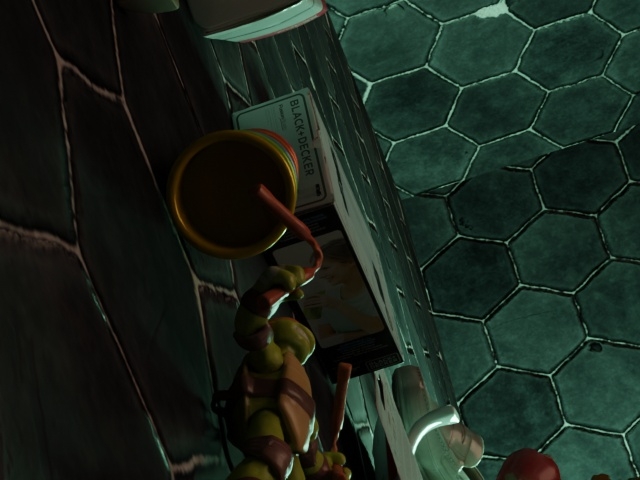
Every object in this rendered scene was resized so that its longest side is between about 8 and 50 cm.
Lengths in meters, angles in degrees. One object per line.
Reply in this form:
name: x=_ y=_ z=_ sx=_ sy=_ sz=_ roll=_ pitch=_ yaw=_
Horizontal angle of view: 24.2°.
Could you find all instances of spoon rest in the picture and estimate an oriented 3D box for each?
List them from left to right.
spoon rest: x=0.154 y=0.366 z=2.034 sx=0.137 sy=0.084 sz=0.276 roll=58 pitch=29 yaw=-61

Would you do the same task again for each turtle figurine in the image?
turtle figurine: x=-0.032 y=0.114 z=1.001 sx=0.217 sy=0.087 sz=0.269 roll=-89 pitch=171 yaw=-48

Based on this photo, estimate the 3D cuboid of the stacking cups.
stacking cups: x=-0.066 y=-0.050 z=1.226 sx=0.316 sy=0.096 sz=0.096 roll=-97 pitch=169 yaw=-83

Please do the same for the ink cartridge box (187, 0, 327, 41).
ink cartridge box: x=-0.085 y=-0.326 z=1.600 sx=0.283 sy=0.117 sz=0.207 roll=-57 pitch=129 yaw=-82

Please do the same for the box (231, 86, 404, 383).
box: x=0.000 y=0.000 z=1.580 sx=0.290 sy=0.087 sz=0.169 roll=65 pitch=9 yaw=-50

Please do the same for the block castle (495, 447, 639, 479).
block castle: x=0.415 y=0.468 z=1.942 sx=0.213 sy=0.453 sz=0.303 roll=-37 pitch=136 yaw=-50

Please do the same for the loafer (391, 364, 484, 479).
loafer: x=0.185 y=0.303 z=2.224 sx=0.112 sy=0.111 sz=0.319 roll=-100 pitch=170 yaw=-52

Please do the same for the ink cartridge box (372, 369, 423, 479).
ink cartridge box: x=0.074 y=0.254 z=1.685 sx=0.189 sy=0.066 sz=0.232 roll=-90 pitch=157 yaw=-69

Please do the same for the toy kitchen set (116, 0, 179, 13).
toy kitchen set: x=-0.104 y=-0.276 z=1.081 sx=0.207 sy=0.166 sz=0.122 roll=55 pitch=19 yaw=-71
